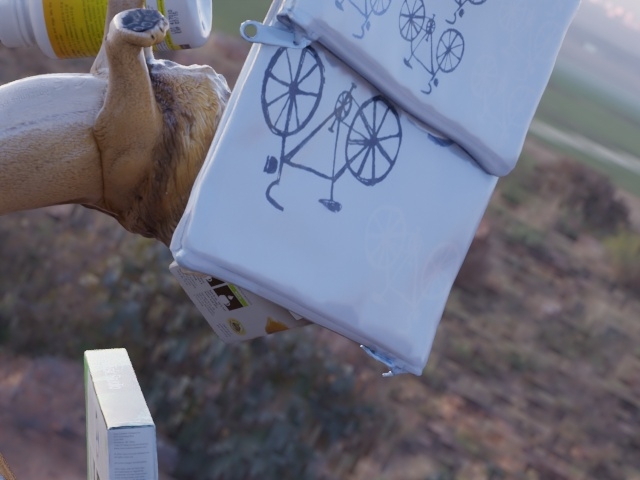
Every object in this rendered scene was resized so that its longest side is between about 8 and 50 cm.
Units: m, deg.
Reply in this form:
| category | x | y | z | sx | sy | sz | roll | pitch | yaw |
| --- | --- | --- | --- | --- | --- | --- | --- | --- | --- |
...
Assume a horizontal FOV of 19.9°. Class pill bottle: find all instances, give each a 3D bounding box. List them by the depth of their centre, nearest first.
| category | x | y | z | sx | sy | sz | roll | pitch | yaw |
| --- | --- | --- | --- | --- | --- | --- | --- | --- | --- |
| pill bottle | -0.227 | -0.251 | 1.903 | 0.215 | 0.117 | 0.117 | -4 | 9 | 7 |

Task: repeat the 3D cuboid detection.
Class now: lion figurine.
| category | x | y | z | sx | sy | sz | roll | pitch | yaw |
| --- | --- | --- | --- | --- | --- | --- | --- | --- | --- |
| lion figurine | -0.207 | -0.063 | 1.268 | 0.392 | 0.240 | 0.142 | -5 | 43 | -10 |

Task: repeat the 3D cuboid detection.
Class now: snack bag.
| category | x | y | z | sx | sy | sz | roll | pitch | yaw |
| --- | --- | --- | --- | --- | --- | --- | --- | --- | --- |
| snack bag | 0.054 | -0.094 | 1.211 | 0.037 | 0.342 | 0.323 | 21 | -5 | 35 |

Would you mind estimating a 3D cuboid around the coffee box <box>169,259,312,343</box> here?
| category | x | y | z | sx | sy | sz | roll | pitch | yaw |
| --- | --- | --- | --- | --- | --- | --- | --- | --- | --- |
| coffee box | 0.000 | 0.000 | 1.617 | 0.246 | 0.141 | 0.098 | -16 | -67 | 51 |

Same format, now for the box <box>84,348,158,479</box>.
| category | x | y | z | sx | sy | sz | roll | pitch | yaw |
| --- | --- | --- | --- | --- | --- | --- | --- | --- | --- |
| box | -0.222 | 0.270 | 2.026 | 0.059 | 0.232 | 0.322 | -3 | 12 | -13 |

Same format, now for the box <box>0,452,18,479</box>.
| category | x | y | z | sx | sy | sz | roll | pitch | yaw |
| --- | --- | --- | --- | --- | --- | --- | --- | --- | --- |
| box | -0.399 | 0.258 | 1.787 | 0.345 | 0.168 | 0.215 | 59 | -2 | -6 |
